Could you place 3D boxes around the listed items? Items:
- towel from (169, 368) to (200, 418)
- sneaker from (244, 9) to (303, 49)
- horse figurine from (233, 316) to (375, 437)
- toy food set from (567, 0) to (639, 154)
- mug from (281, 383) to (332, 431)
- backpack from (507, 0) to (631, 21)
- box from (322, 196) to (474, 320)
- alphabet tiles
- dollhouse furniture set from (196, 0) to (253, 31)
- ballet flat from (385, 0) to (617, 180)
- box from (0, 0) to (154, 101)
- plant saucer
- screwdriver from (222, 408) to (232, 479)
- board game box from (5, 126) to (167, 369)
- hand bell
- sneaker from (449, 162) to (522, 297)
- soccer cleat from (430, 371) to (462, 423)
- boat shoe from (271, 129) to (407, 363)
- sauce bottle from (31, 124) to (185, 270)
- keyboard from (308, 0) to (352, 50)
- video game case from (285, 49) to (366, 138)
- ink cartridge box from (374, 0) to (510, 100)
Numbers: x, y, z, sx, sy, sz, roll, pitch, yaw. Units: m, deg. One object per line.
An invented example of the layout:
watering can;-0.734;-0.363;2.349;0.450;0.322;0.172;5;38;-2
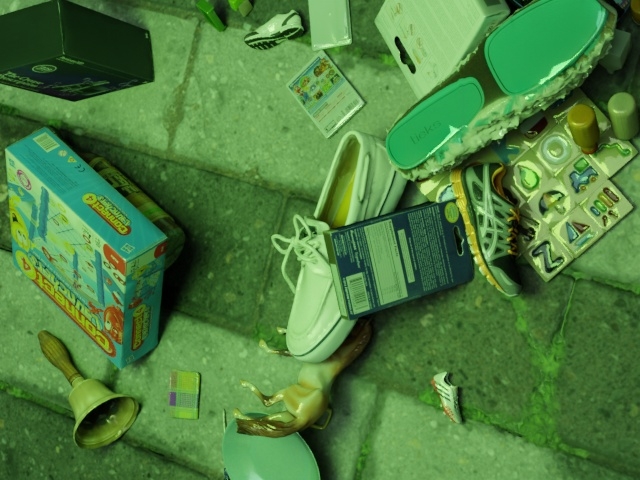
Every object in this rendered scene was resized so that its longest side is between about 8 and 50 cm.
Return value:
towel;-0.234;0.265;1.937;0.060;0.009;0.083;1;89;24
sneaker;-0.078;-0.352;1.881;0.109;0.040;0.044;-13;66;20
horse figurine;-0.034;0.219;1.767;0.174;0.066;0.263;10;50;24
toy food set;0.446;-0.229;1.605;0.111;0.104;0.232;21;77;25
mug;-0.030;0.278;1.816;0.078;0.062;0.064;31;108;29
backpack;0.358;-0.373;1.631;0.173;0.117;0.158;36;96;-15
box;0.121;0.024;1.692;0.036;0.225;0.137;7;111;66
alphabet tiles;0.298;-0.120;1.707;0.285;0.011;0.343;-44;71;17
dollhouse furniture set;-0.138;-0.430;1.916;0.076;0.058;0.152;40;85;28
ballet flat;0.267;-0.221;1.626;0.409;0.147;0.147;-33;74;33
box;-0.433;-0.319;1.916;0.184;0.261;0.103;-12;83;24
plant saucer;-0.073;0.359;1.823;0.194;0.037;0.195;13;116;30
screwdriver;-0.162;0.370;1.893;0.025;0.024;0.170;-8;82;-4
board game box;-0.397;0.017;1.888;0.308;0.086;0.302;40;143;21
hand bell;-0.438;0.243;1.999;0.242;0.126;0.126;46;106;33
sneaker;0.261;-0.019;1.670;0.083;0.084;0.215;-22;78;18
soccer cleat;0.200;0.242;1.727;0.035;0.029;0.083;-35;70;24
boat shoe;0.006;0.000;1.715;0.135;0.156;0.367;21;87;51
sauce bottle;-0.386;-0.079;1.966;0.344;0.111;0.111;40;104;19
keyboard;0.009;-0.445;1.856;0.072;0.014;0.256;-7;84;30
video game case;0.008;-0.240;1.846;0.087;0.011;0.122;-42;72;18
ink cartridge box;0.180;-0.342;1.704;0.189;0.066;0.232;64;155;20
